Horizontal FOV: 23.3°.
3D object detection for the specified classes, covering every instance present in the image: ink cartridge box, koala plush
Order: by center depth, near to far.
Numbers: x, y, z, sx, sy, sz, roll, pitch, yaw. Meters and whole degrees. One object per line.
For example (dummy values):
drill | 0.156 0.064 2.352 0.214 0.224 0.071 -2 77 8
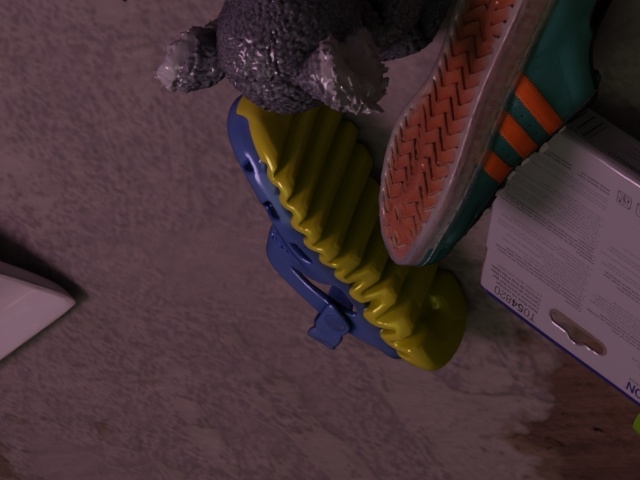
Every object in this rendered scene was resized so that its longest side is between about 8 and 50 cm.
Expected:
koala plush | -0.004 -0.172 1.137 0.196 0.221 0.203 10 136 20
ink cartridge box | 0.234 0.012 1.263 0.223 0.045 0.224 38 144 28

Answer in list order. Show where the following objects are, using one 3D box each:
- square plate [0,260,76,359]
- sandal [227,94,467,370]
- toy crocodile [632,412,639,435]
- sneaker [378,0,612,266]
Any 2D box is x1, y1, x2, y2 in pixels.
square plate | -0.496 0.062 1.693 0.344 0.049 0.347 22 143 -31
sandal | 0.000 0.000 1.388 0.138 0.126 0.317 -7 126 39
toy crocodile | 0.357 0.132 1.340 0.115 0.105 0.340 43 147 28
sneaker | 0.143 -0.099 1.168 0.121 0.108 0.302 6 127 -26
